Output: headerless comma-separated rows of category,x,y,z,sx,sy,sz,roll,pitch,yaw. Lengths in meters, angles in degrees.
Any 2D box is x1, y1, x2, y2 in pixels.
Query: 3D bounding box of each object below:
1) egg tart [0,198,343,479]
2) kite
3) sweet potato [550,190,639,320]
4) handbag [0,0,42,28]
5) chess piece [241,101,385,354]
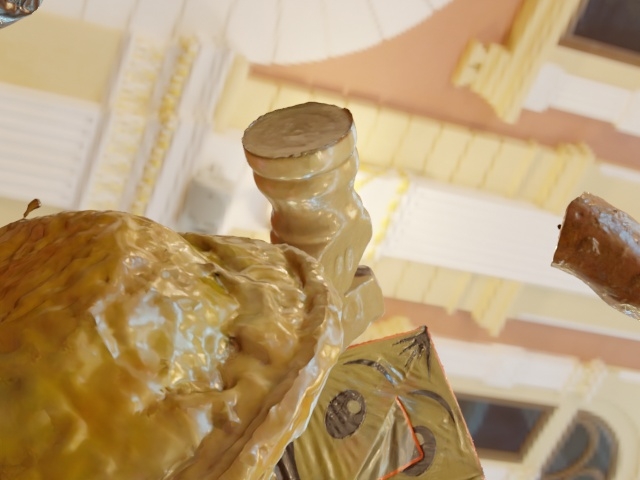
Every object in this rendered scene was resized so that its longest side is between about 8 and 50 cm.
egg tart,-0.145,0.074,0.674,0.319,0.128,0.319,-26,-156,12
kite,0.058,0.243,1.574,0.327,0.378,0.013,-62,-175,-17
sweet potato,0.478,0.062,1.863,0.131,0.337,0.131,-57,174,-9
handbag,-0.469,-0.288,1.312,0.302,0.275,0.177,-16,-111,22
chess piece,0.000,0.000,1.027,0.090,0.090,0.200,-122,-163,-58
